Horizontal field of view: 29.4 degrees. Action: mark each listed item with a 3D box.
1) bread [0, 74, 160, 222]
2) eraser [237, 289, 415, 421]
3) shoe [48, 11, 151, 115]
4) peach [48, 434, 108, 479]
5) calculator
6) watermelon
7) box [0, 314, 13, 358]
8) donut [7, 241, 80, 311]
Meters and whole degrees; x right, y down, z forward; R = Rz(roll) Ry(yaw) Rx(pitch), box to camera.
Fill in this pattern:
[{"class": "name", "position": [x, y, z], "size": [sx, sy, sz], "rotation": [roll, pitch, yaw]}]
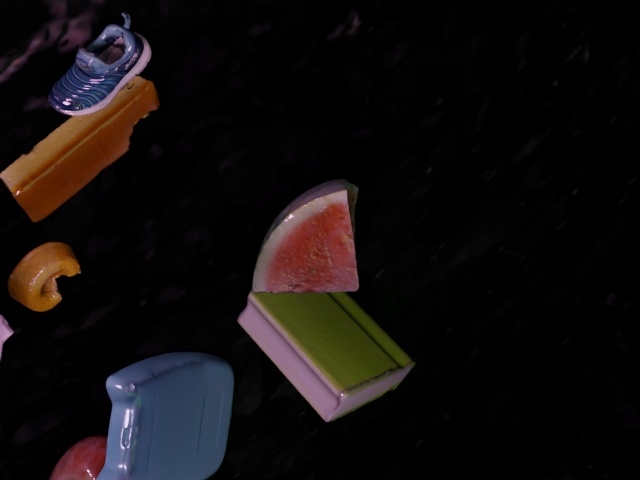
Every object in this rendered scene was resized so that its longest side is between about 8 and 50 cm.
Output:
[{"class": "bread", "position": [-0.302, -0.122, 1.570], "size": [0.226, 0.049, 0.088], "rotation": [-40, 153, -12]}, {"class": "eraser", "position": [0.012, 0.180, 2.183], "size": [0.210, 0.274, 0.092], "rotation": [-17, 141, -43]}, {"class": "shoe", "position": [-0.270, -0.209, 1.476], "size": [0.143, 0.064, 0.071], "rotation": [-42, 154, -11]}, {"class": "peach", "position": [-0.382, 0.415, 2.119], "size": [0.152, 0.152, 0.152], "rotation": [-34, 151, -22]}, {"class": "calculator", "position": [-0.253, 0.323, 2.135], "size": [0.386, 0.054, 0.256], "rotation": [3, 95, -65]}, {"class": "watermelon", "position": [0.000, 0.000, 2.046], "size": [0.256, 0.176, 0.260], "rotation": [-30, 128, -43]}, {"class": "box", "position": [-0.531, 0.121, 1.376], "size": [0.206, 0.262, 0.291], "rotation": [63, 31, -46]}, {"class": "donut", "position": [-0.385, 0.054, 1.709], "size": [0.097, 0.043, 0.108], "rotation": [5, 121, -57]}]
